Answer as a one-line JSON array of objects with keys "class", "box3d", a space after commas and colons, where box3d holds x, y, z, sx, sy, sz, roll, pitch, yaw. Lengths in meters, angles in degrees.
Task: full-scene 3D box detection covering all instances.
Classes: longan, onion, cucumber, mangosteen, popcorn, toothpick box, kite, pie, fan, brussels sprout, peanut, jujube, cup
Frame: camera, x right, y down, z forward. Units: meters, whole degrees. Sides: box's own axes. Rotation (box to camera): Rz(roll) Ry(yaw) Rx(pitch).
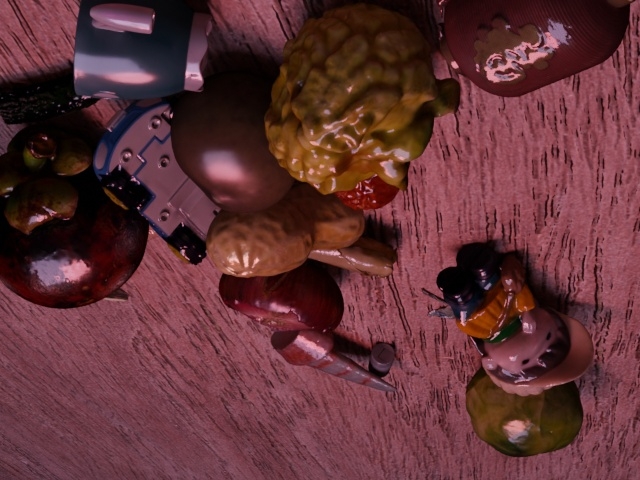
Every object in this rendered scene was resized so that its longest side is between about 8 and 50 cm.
[{"class": "longan", "box3d": [-0.120, -0.148, 1.564, 0.196, 0.197, 0.220, -12, 130, 36]}, {"class": "onion", "box3d": [-0.070, 0.100, 2.005, 0.248, 0.161, 0.248, 19, 153, 10]}, {"class": "cucumber", "box3d": [-0.431, -0.227, 1.684, 0.245, 0.067, 0.067, -5, 146, 31]}, {"class": "mangosteen", "box3d": [-0.437, -0.034, 1.798, 0.311, 0.311, 0.311, 10, 150, 6]}, {"class": "popcorn", "box3d": [0.048, -0.185, 1.408, 0.270, 0.224, 0.258, -20, 141, 14]}, {"class": "toothpick box", "box3d": [0.133, 0.263, 2.307, 0.052, 0.052, 0.083, 12, 152, 2]}, {"class": "kite", "box3d": [0.257, 0.129, 2.074, 0.156, 0.011, 0.139, 27, 144, -26]}, {"class": "pie", "box3d": [0.000, 0.000, 1.869, 0.282, 0.128, 0.068, 14, 108, -5]}, {"class": "fan", "box3d": [-0.503, 0.100, 2.239, 0.240, 0.009, 0.131, 11, -165, 19]}, {"class": "brussels sprout", "box3d": [0.408, 0.344, 2.188, 0.219, 0.210, 0.271, -1, 167, -20]}, {"class": "peanut", "box3d": [-0.051, -0.023, 1.718, 0.147, 0.305, 0.147, 18, 118, 38]}, {"class": "jujube", "box3d": [0.062, -0.125, 1.632, 0.112, 0.109, 0.176, -26, 136, -4]}, {"class": "cup", "box3d": [-0.240, -0.271, 1.448, 0.173, 0.168, 0.299, 7, 177, -6]}]

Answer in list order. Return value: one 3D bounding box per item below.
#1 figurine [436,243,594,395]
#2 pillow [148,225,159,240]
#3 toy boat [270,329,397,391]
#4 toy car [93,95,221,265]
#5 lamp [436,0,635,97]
[{"class": "figurine", "box3d": [0.338, 0.145, 1.936, 0.332, 0.185, 0.204, 45, 174, -17]}, {"class": "pillow", "box3d": [-0.391, -0.027, 2.035, 0.126, 0.043, 0.232, 37, 145, -27]}, {"class": "toy boat", "box3d": [0.033, 0.265, 2.292, 0.282, 0.096, 0.206, 28, 155, -17]}, {"class": "toy car", "box3d": [-0.245, -0.109, 1.718, 0.166, 0.198, 0.314, 28, 167, 49]}, {"class": "lamp", "box3d": [0.251, -0.271, 1.232, 0.180, 0.180, 0.258, 33, 145, -30]}]
